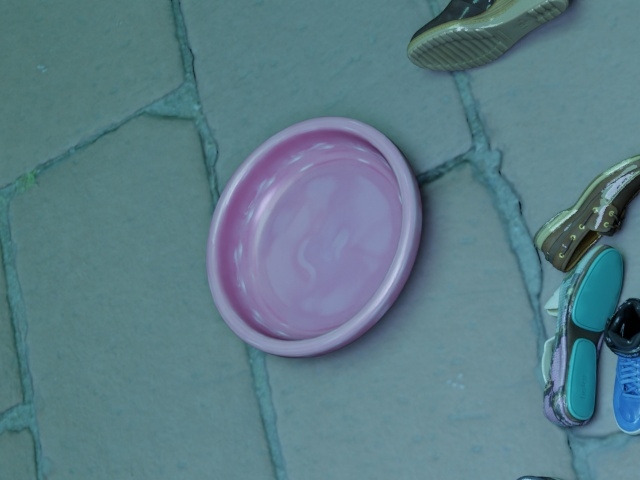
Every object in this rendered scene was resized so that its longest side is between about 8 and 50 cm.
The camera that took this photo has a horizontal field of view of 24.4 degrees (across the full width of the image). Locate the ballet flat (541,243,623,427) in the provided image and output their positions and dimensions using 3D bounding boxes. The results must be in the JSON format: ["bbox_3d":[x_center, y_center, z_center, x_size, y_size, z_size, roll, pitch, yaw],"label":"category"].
[{"bbox_3d":[0.297,0.110,1.740,0.079,0.077,0.221,-5,70,55],"label":"ballet flat"}]

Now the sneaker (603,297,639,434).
[{"bbox_3d":[0.350,0.140,1.675,0.058,0.085,0.152,7,77,37],"label":"sneaker"}]

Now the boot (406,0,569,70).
[{"bbox_3d":[0.224,-0.346,1.965,0.248,0.090,0.206,-21,50,29],"label":"boot"}]

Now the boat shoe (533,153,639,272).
[{"bbox_3d":[0.337,-0.031,1.766,0.178,0.064,0.060,-44,59,22],"label":"boat shoe"}]

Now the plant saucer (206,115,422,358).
[{"bbox_3d":[0.000,0.000,1.975,0.332,0.084,0.332,-12,67,31],"label":"plant saucer"}]

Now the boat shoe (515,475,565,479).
[{"bbox_3d":[0.316,0.352,1.615,0.285,0.092,0.103,40,97,38],"label":"boat shoe"}]
